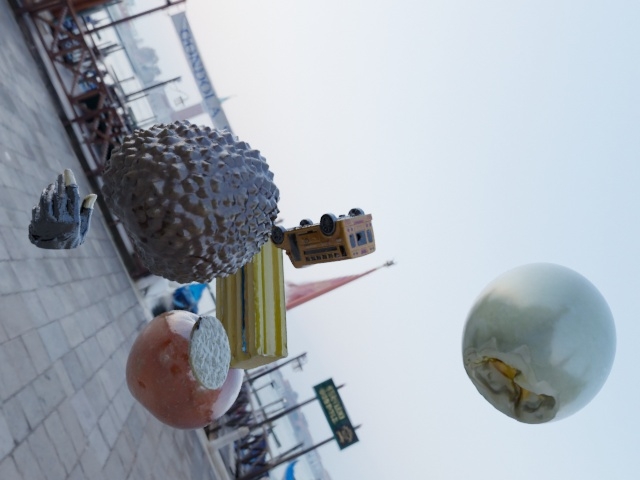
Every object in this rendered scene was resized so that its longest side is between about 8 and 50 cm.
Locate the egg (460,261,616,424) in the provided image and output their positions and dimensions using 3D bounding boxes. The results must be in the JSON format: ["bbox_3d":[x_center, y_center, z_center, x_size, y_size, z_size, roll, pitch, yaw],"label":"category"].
[{"bbox_3d":[0.437,0.186,1.100,0.279,0.336,0.278,26,-45,30],"label":"egg"}]

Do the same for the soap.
[{"bbox_3d":[-0.172,0.142,1.350,0.204,0.096,0.324,-28,-122,47],"label":"soap"}]

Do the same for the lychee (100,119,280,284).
[{"bbox_3d":[-0.194,-0.065,0.876,0.267,0.268,0.267,156,-90,-80],"label":"lychee"}]

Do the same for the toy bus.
[{"bbox_3d":[0.000,0.000,0.958,0.195,0.083,0.088,-10,-87,47],"label":"toy bus"}]

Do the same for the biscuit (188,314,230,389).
[{"bbox_3d":[-0.172,0.175,0.865,0.120,0.015,0.120,-11,90,-72],"label":"biscuit"}]

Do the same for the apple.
[{"bbox_3d":[-0.400,0.381,1.638,0.349,0.276,0.348,35,-3,2],"label":"apple"}]

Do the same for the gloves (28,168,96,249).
[{"bbox_3d":[-0.600,-0.075,1.282,0.106,0.129,0.180,-106,-155,-75],"label":"gloves"}]
